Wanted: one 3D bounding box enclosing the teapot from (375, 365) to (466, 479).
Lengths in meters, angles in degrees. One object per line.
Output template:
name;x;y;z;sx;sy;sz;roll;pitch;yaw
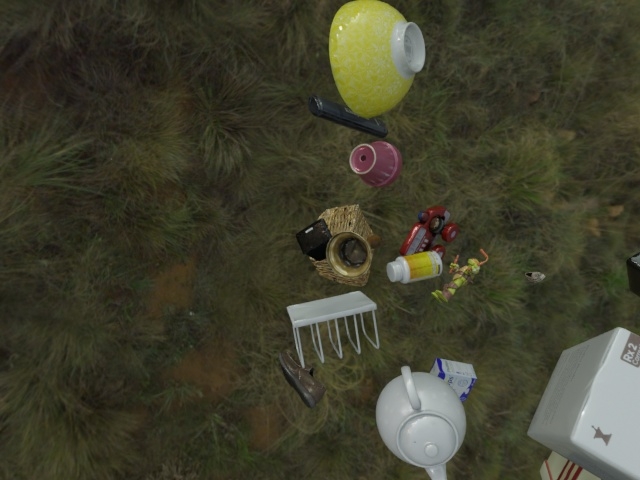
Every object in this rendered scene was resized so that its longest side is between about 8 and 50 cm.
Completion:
teapot;0.264;0.477;1.031;0.256;0.187;0.252;28;99;-1

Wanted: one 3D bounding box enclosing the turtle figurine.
turtle figurine;0.506;0.138;1.461;0.217;0.269;0.087;-44;92;-6

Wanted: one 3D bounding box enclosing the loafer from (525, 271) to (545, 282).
loafer;0.939;0.158;1.758;0.039;0.125;0.045;44;87;9

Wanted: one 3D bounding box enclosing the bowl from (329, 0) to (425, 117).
bowl;0.171;-0.471;1.020;0.290;0.156;0.288;-6;98;-50

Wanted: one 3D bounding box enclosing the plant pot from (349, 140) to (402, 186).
plant pot;0.226;-0.338;1.736;0.180;0.202;0.201;0;101;-53

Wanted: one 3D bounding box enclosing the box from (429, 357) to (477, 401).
box;0.466;0.501;1.435;0.137;0.072;0.126;11;119;-2

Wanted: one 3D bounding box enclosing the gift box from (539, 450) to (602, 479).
gift box;0.691;0.591;0.932;0.276;0.256;0.257;-42;144;-64

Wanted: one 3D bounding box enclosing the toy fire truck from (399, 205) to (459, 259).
toy fire truck;0.525;-0.033;1.965;0.254;0.169;0.302;21;100;-50

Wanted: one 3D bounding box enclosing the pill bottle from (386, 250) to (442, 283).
pill bottle;0.395;0.116;1.693;0.215;0.117;0.117;-10;105;-14

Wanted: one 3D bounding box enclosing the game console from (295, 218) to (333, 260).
game console;0.000;0.000;1.265;0.071;0.122;0.107;-8;71;-56

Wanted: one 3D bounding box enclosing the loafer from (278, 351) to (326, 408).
loafer;-0.093;0.684;2.015;0.130;0.366;0.133;-26;129;-22

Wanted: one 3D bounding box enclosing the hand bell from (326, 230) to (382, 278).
hand bell;0.126;0.017;1.121;0.242;0.126;0.126;-20;113;-60

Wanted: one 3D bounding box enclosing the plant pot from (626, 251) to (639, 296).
plant pot;0.935;0.098;1.015;0.188;0.166;0.187;-35;131;13

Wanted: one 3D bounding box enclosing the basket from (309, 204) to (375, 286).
basket;0.088;0.031;1.701;0.223;0.214;0.299;55;38;-41

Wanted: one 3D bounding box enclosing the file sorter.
file sorter;0.044;0.303;1.383;0.278;0.193;0.172;-11;99;-9

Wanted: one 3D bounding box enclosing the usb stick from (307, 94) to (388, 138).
usb stick;0.083;-0.345;1.128;0.278;0.077;0.045;5;132;-40

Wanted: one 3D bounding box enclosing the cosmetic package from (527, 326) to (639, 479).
cosmetic package;0.391;0.228;0.511;0.151;0.152;0.183;-57;158;-14
